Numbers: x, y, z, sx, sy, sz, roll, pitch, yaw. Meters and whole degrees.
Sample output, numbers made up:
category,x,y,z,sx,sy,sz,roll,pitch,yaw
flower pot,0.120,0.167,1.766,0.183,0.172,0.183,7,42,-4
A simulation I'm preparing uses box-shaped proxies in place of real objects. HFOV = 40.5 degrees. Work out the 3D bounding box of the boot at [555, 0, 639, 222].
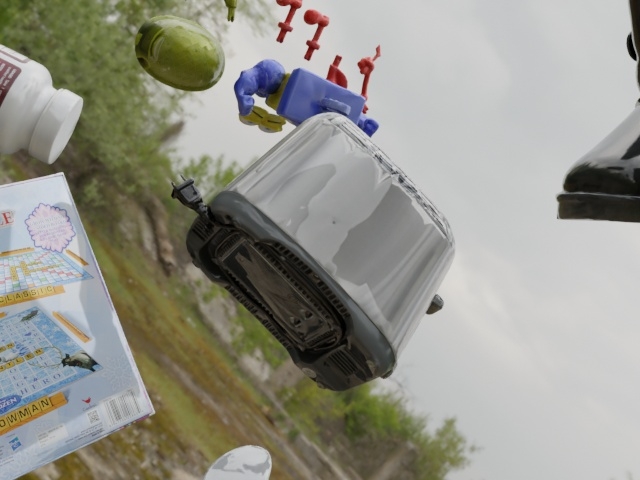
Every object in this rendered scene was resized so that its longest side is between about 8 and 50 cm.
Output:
category,x,y,z,sx,sy,sz,roll,pitch,yaw
boot,0.367,-0.252,0.935,0.146,0.367,0.445,5,-79,40

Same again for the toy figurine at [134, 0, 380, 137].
category,x,y,z,sx,sy,sz,roll,pitch,yaw
toy figurine,-0.033,-0.220,1.126,0.362,0.191,0.217,22,8,-31

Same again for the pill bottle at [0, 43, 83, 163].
category,x,y,z,sx,sy,sz,roll,pitch,yaw
pill bottle,-0.286,-0.126,0.733,0.152,0.086,0.086,26,-5,-8

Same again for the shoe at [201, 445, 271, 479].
category,x,y,z,sx,sy,sz,roll,pitch,yaw
shoe,-0.101,0.296,0.893,0.063,0.178,0.081,10,-58,19

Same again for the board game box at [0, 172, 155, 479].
category,x,y,z,sx,sy,sz,roll,pitch,yaw
board game box,-0.379,0.107,0.959,0.066,0.318,0.318,-23,-93,44

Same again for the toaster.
category,x,y,z,sx,sy,sz,roll,pitch,yaw
toaster,0.000,0.000,0.703,0.227,0.146,0.129,45,-33,-4
